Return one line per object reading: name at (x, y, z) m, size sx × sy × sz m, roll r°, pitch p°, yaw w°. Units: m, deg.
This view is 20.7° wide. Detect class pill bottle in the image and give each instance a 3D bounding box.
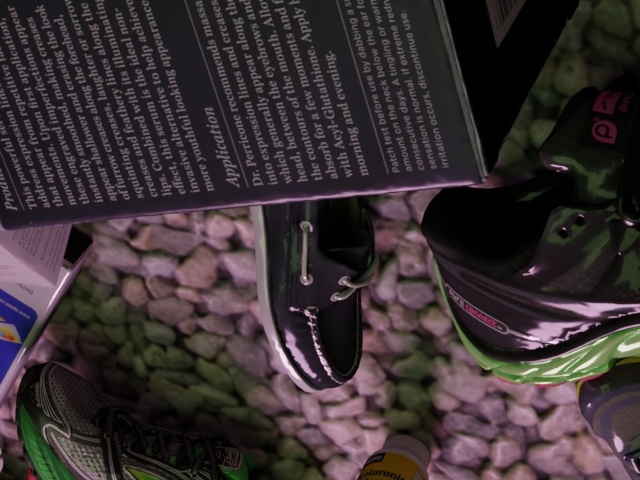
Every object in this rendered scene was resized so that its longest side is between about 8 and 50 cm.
pill bottle at (0.063, 0.233, 1.618) m, size 0.065 × 0.116 × 0.065 m, roll 10°, pitch 124°, yaw 16°

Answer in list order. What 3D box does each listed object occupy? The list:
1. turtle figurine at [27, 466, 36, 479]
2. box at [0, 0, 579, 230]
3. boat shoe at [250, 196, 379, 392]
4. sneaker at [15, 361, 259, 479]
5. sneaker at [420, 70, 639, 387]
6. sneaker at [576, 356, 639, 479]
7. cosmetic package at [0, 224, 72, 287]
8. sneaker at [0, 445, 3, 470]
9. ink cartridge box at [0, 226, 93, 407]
turtle figurine at (-0.335, 0.323, 1.840) m, size 0.234 × 0.118 × 0.175 m, roll -21°, pitch 104°, yaw 31°
box at (-0.047, -0.179, 1.288) m, size 0.396 × 0.293 × 0.212 m, roll -4°, pitch 119°, yaw 25°
boat shoe at (0.000, 0.000, 1.497) m, size 0.091 × 0.114 × 0.302 m, roll 2°, pitch 122°, yaw 28°
sneaker at (-0.146, 0.222, 1.707) m, size 0.343 × 0.134 × 0.146 m, roll 37°, pitch 121°, yaw -15°
sneaker at (0.276, -0.035, 1.319) m, size 0.483 × 0.185 × 0.202 m, roll -25°, pitch 113°, yaw 32°
sneaker at (0.316, 0.205, 1.461) m, size 0.111 × 0.121 × 0.300 m, roll -30°, pitch 122°, yaw 26°
cosmetic package at (-0.322, -0.113, 1.395) m, size 0.155 × 0.196 × 0.365 m, roll 6°, pitch 161°, yaw 19°
sneaker at (-0.382, 0.173, 1.700) m, size 0.081 × 0.094 × 0.208 m, roll -12°, pitch 115°, yaw 29°
ink cartridge box at (-0.375, 0.088, 1.738) m, size 0.176 × 0.069 × 0.371 m, roll 33°, pitch 125°, yaw -2°
